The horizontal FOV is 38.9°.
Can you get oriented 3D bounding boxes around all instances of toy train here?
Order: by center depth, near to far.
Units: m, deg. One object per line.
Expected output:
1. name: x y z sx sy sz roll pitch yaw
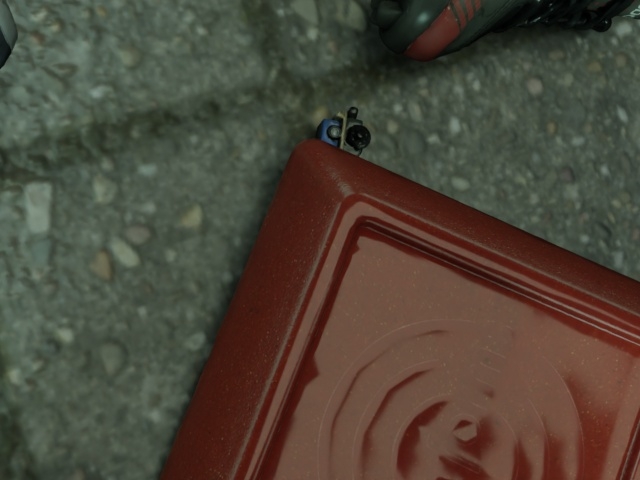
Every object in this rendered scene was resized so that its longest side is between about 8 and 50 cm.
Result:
1. toy train: 0.000 0.000 0.503 0.036 0.027 0.158 11 78 -9

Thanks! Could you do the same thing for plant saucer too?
1. plant saucer: 0.064 0.108 0.464 0.259 0.048 0.259 23 81 -9

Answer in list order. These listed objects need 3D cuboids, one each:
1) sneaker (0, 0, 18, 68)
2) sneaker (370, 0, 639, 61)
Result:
1. sneaker: -0.295 -0.104 0.351 0.321 0.124 0.180 27 76 -6
2. sneaker: 0.151 -0.176 0.554 0.276 0.097 0.135 -41 97 -25
